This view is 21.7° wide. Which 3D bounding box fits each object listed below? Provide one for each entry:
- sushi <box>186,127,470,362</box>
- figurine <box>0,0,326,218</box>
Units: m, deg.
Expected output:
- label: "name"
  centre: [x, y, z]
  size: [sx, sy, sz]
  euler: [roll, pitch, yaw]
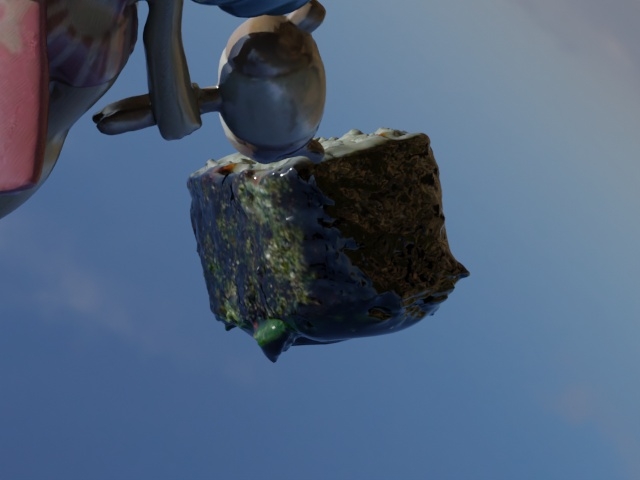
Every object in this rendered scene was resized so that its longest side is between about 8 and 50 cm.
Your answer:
- label: "sushi"
  centre: [0.000, 0.000, 1.018]
  size: [0.225, 0.124, 0.127]
  euler: [-1, 103, 68]
- label: "figurine"
  centre: [-0.065, -0.073, 0.603]
  size: [0.205, 0.260, 0.103]
  euler: [34, -155, -27]
